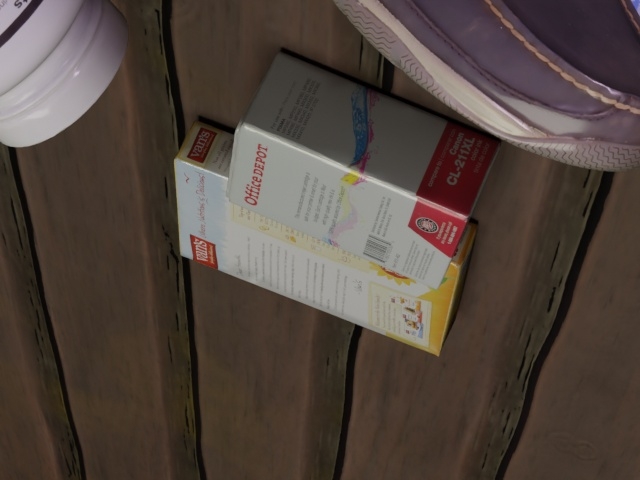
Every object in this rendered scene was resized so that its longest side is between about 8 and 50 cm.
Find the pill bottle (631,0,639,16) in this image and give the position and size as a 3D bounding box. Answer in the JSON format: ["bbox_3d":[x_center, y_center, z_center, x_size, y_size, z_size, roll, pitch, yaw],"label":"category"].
[{"bbox_3d":[0.207,-0.127,1.023,0.272,0.152,0.152,16,153,20],"label":"pill bottle"}]

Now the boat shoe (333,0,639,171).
[{"bbox_3d":[0.055,-0.187,0.915,0.355,0.132,0.130,53,126,21],"label":"boat shoe"}]

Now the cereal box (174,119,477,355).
[{"bbox_3d":[0.000,0.000,1.581,0.240,0.047,0.173,22,155,8],"label":"cereal box"}]

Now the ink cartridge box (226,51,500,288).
[{"bbox_3d":[0.028,-0.050,1.428,0.175,0.072,0.127,23,155,4],"label":"ink cartridge box"}]

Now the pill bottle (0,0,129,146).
[{"bbox_3d":[-0.273,-0.205,1.273,0.181,0.181,0.323,-1,144,43],"label":"pill bottle"}]
